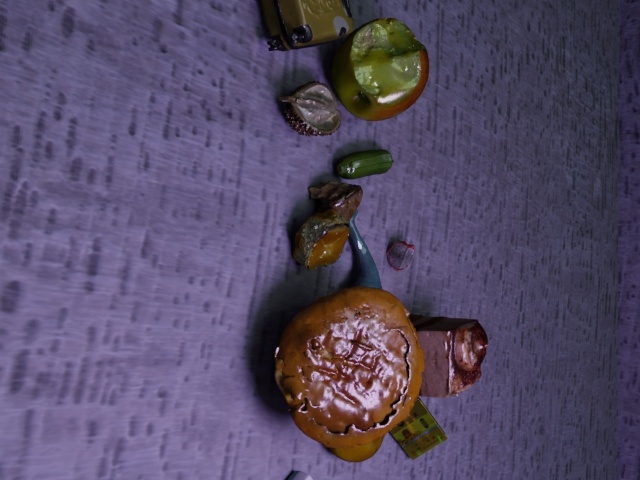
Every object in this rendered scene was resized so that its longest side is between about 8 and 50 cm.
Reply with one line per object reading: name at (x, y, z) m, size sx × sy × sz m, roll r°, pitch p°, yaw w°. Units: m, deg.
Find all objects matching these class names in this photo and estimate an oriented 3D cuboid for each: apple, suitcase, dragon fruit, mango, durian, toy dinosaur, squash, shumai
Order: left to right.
suitcase at (-0.044, -0.554, 1.633) m, size 0.234 × 0.143 × 0.194 m, roll -27°, pitch 106°, yaw -44°
durian at (-0.036, -0.311, 1.669) m, size 0.188 × 0.091 × 0.149 m, roll 11°, pitch 67°, yaw -43°
shumai at (0.043, -0.098, 1.747) m, size 0.123 × 0.139 × 0.105 m, roll 62°, pitch 8°, yaw -62°
toy dinosaur at (0.067, 0.142, 1.764) m, size 0.331 × 0.129 × 0.383 m, roll 53°, pitch 53°, yaw -17°
mango at (0.100, 0.493, 1.768) m, size 0.227 × 0.099 × 0.136 m, roll 3°, pitch 79°, yaw -55°
squash at (0.124, -0.205, 1.845) m, size 0.219 × 0.077 × 0.068 m, roll -14°, pitch 57°, yaw -48°
apple at (0.148, -0.427, 1.759) m, size 0.226 × 0.246 × 0.246 m, roll -43°, pitch 118°, yaw -30°
dragon fruit at (0.225, 0.039, 1.951) m, size 0.056 × 0.060 × 0.083 m, roll -9°, pitch 121°, yaw -53°

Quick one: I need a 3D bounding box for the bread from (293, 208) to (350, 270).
bread at (0.000, 0.000, 1.664) m, size 0.127 × 0.069 × 0.140 m, roll -18°, pitch 138°, yaw -41°

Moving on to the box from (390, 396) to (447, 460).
box at (0.262, 0.522, 1.929) m, size 0.121 × 0.030 × 0.193 m, roll -34°, pitch 121°, yaw 4°

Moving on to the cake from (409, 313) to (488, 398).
cake at (0.326, 0.312, 1.870) m, size 0.196 × 0.292 × 0.199 m, roll -8°, pitch 93°, yaw -52°

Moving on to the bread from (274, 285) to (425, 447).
bread at (0.057, 0.288, 1.596) m, size 0.358 × 0.204 × 0.337 m, roll -25°, pitch 92°, yaw -21°

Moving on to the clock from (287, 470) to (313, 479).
clock at (-0.052, 0.706, 1.576) m, size 0.262 × 0.116 × 0.231 m, roll -45°, pitch 119°, yaw -39°
